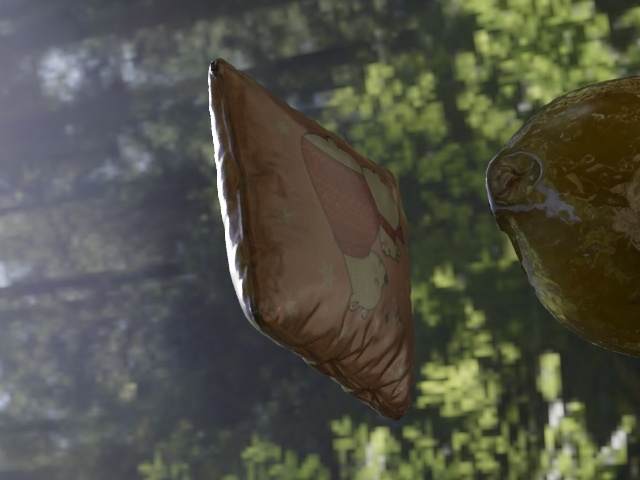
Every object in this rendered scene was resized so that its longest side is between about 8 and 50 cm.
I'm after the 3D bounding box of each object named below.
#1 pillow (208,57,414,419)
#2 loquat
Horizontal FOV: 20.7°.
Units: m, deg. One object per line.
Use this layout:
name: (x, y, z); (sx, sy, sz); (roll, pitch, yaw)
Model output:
pillow: (0.000, 0.000, 1.275); (0.236, 0.084, 0.223); (35, -141, -52)
loquat: (0.176, -0.014, 0.928); (0.195, 0.152, 0.152); (15, -110, -28)
